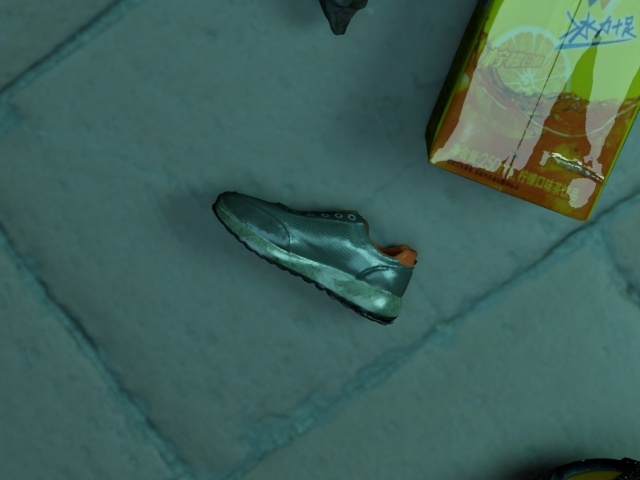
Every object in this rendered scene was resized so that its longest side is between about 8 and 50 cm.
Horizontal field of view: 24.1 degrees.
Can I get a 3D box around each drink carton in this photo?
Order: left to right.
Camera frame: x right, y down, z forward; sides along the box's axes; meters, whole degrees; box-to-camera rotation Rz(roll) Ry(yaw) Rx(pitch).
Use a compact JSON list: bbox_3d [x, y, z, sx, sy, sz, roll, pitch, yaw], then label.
[{"bbox_3d":[0.220,-0.207,1.236,0.155,0.111,0.351,21,104,-4],"label":"drink carton"}]

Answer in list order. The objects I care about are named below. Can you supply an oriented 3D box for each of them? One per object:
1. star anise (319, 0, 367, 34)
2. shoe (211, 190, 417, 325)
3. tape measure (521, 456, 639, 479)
[{"bbox_3d":[0.004,-0.324,1.209,0.332,0.117,0.331,2,111,5],"label":"star anise"},{"bbox_3d":[-0.001,-0.001,1.329,0.194,0.074,0.077,31,93,-9],"label":"shoe"},{"bbox_3d":[0.249,0.302,1.329,0.202,0.135,0.222,16,67,11],"label":"tape measure"}]
